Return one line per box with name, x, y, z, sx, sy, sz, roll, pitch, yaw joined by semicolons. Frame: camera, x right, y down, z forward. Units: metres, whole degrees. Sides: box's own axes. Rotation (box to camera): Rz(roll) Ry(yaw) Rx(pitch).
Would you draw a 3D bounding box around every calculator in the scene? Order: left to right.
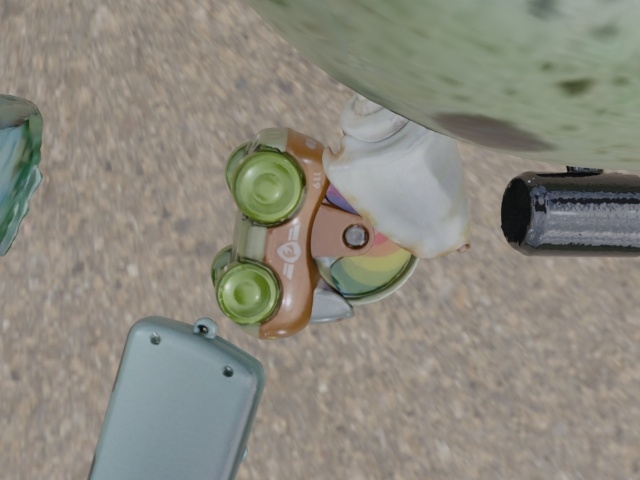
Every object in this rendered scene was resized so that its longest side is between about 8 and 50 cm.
calculator;-0.137;0.181;1.626;0.141;0.045;0.246;22;112;12

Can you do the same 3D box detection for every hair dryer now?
hair dryer;0.196;-0.104;1.423;0.114;0.070;0.248;0;70;-21

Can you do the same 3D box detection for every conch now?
conch;0.067;-0.061;1.414;0.104;0.094;0.176;-45;135;-25

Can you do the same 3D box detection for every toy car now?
toy car;0.000;0.000;1.838;0.235;0.145;0.235;-1;99;-6

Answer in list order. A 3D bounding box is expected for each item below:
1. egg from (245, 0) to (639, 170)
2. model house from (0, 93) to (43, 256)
egg;0.108;-0.171;0.689;0.379;0.287;0.287;22;100;-38
model house;-0.295;-0.003;0.835;0.241;0.261;0.226;24;104;2
